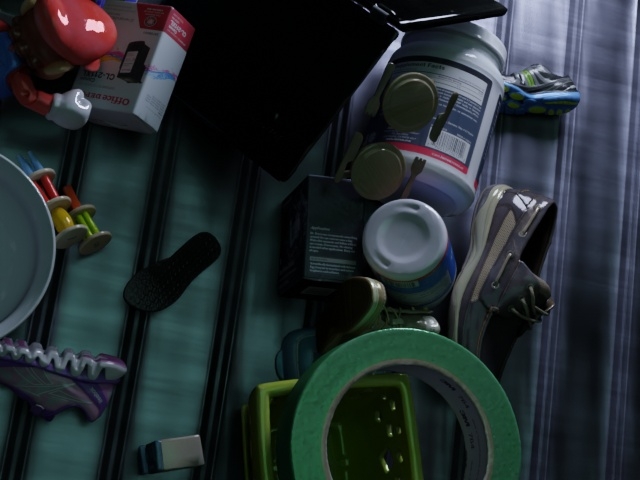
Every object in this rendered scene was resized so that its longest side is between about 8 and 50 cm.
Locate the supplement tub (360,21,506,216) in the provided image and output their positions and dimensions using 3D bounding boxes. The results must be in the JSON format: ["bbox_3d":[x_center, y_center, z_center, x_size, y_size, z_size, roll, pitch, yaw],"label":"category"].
[{"bbox_3d":[0.177,-0.190,1.865,0.191,0.191,0.272,22,72,-11],"label":"supplement tub"}]

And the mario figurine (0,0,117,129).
[{"bbox_3d":[-0.438,-0.241,1.712,0.320,0.170,0.198,-23,114,2],"label":"mario figurine"}]

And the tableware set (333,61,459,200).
[{"bbox_3d":[0.100,-0.152,1.714,0.128,0.039,0.194,20,102,-28],"label":"tableware set"}]

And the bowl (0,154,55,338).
[{"bbox_3d":[-0.517,0.017,1.634,0.298,0.134,0.298,4,77,-16],"label":"bowl"}]

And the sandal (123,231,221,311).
[{"bbox_3d":[-0.220,0.051,1.774,0.179,0.040,0.067,-38,96,-35],"label":"sandal"}]

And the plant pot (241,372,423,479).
[{"bbox_3d":[0.002,0.314,1.687,0.227,0.207,0.228,-2,79,-17],"label":"plant pot"}]

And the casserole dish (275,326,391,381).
[{"bbox_3d":[0.027,0.185,1.816,0.188,0.037,0.114,0,78,-18],"label":"casserole dish"}]

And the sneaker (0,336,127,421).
[{"bbox_3d":[-0.394,0.196,1.660,0.236,0.095,0.104,12,92,-11],"label":"sneaker"}]

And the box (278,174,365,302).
[{"bbox_3d":[0.000,0.000,1.786,0.093,0.156,0.158,7,75,-15],"label":"box"}]

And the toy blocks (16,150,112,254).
[{"bbox_3d":[-0.373,-0.057,1.713,0.054,0.123,0.148,-36,73,11],"label":"toy blocks"}]

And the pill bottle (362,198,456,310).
[{"bbox_3d":[0.137,0.031,1.778,0.124,0.221,0.124,-3,71,10],"label":"pill bottle"}]

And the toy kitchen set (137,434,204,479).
[{"bbox_3d":[-0.221,0.379,1.624,0.122,0.166,0.207,-7,80,-19],"label":"toy kitchen set"}]

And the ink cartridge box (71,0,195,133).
[{"bbox_3d":[-0.279,-0.257,1.764,0.127,0.072,0.175,11,76,26],"label":"ink cartridge box"}]

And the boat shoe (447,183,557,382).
[{"bbox_3d":[0.288,0.076,1.846,0.132,0.130,0.355,35,62,-53],"label":"boat shoe"}]

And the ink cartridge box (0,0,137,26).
[{"bbox_3d":[-0.378,-0.399,1.821,0.208,0.045,0.206,19,72,-14],"label":"ink cartridge box"}]

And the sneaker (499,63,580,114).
[{"bbox_3d":[0.343,-0.257,2.008,0.188,0.067,0.078,4,55,-15],"label":"sneaker"}]

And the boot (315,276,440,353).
[{"bbox_3d":[0.098,0.114,1.722,0.165,0.213,0.077,7,64,-17],"label":"boot"}]

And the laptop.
[{"bbox_3d":[-0.010,-0.319,1.825,0.408,0.236,0.382,-18,47,-44],"label":"laptop"}]

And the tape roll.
[{"bbox_3d":[0.105,0.278,1.576,0.321,0.077,0.321,4,75,-16],"label":"tape roll"}]
